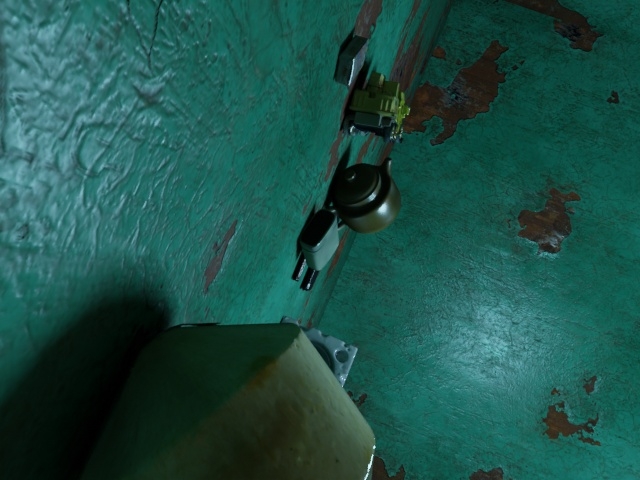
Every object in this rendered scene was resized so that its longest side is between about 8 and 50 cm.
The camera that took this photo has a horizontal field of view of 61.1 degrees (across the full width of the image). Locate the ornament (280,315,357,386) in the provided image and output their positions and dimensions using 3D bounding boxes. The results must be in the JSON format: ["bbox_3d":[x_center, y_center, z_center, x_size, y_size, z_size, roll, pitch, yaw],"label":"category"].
[{"bbox_3d":[-0.057,0.416,1.629,0.239,0.240,0.239,103,12,-57],"label":"ornament"}]

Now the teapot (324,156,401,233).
[{"bbox_3d":[0.105,-0.127,1.522,0.268,0.185,0.175,-41,136,1],"label":"teapot"}]

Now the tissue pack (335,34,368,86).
[{"bbox_3d":[0.059,-0.333,1.007,0.063,0.035,0.083,104,11,-50],"label":"tissue pack"}]

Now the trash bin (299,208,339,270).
[{"bbox_3d":[0.000,0.000,1.394,0.116,0.059,0.130,-55,159,-22],"label":"trash bin"}]

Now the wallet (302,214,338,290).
[{"bbox_3d":[0.006,0.034,1.773,0.146,0.030,0.285,31,81,-86],"label":"wallet"}]

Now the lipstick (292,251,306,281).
[{"bbox_3d":[-0.037,0.029,1.463,0.027,0.027,0.176,-21,135,-80],"label":"lipstick"}]

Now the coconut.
[{"bbox_3d":[-0.107,0.236,0.605,0.323,0.323,0.323,23,90,-83],"label":"coconut"}]

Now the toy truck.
[{"bbox_3d":[0.146,-0.329,1.348,0.272,0.124,0.157,-34,136,-72],"label":"toy truck"}]
